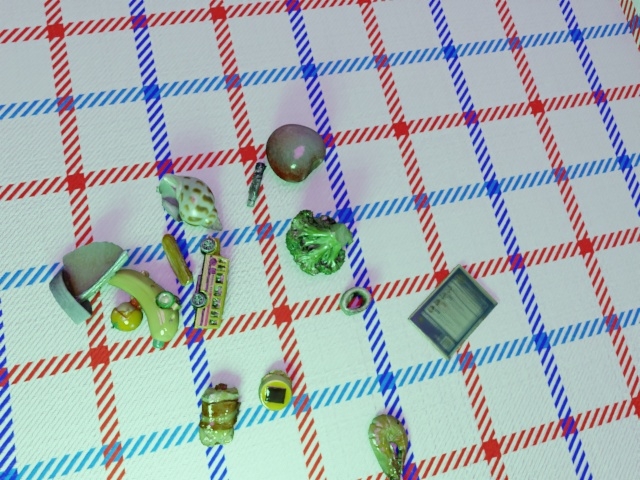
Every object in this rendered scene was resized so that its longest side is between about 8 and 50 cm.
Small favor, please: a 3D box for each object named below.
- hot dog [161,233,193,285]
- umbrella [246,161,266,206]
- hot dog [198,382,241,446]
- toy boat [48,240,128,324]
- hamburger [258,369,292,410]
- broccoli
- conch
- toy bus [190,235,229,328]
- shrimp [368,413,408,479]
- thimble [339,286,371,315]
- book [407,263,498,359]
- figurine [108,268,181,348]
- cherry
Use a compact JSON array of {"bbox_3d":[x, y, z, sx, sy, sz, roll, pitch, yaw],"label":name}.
[{"bbox_3d":[-0.538,0.074,1.770,0.066,0.047,0.216,-34,77,15],"label":"hot dog"},{"bbox_3d":[-0.260,-0.225,1.876,0.046,0.050,0.188,10,75,17],"label":"umbrella"},{"bbox_3d":[-0.357,0.608,1.648,0.146,0.103,0.213,13,84,-26],"label":"hot dog"},{"bbox_3d":[-0.827,0.124,1.666,0.276,0.111,0.293,24,75,30],"label":"toy boat"},{"bbox_3d":[-0.162,0.539,1.696,0.126,0.081,0.141,-8,90,-7],"label":"hamburger"},{"bbox_3d":[0.000,0.000,1.776,0.261,0.241,0.269,-49,117,-34],"label":"broccoli"},{"bbox_3d":[-0.479,-0.140,1.776,0.148,0.183,0.275,-28,88,-44],"label":"conch"},{"bbox_3d":[-0.404,0.157,1.733,0.123,0.121,0.336,10,76,-14],"label":"toy bus"},{"bbox_3d":[0.260,0.767,1.712,0.145,0.061,0.267,-12,76,-20],"label":"shrimp"},{"bbox_3d":[0.133,0.231,1.801,0.102,0.090,0.115,43,74,3],"label":"thimble"},{"bbox_3d":[0.530,0.282,1.879,0.322,0.018,0.228,-42,87,-14],"label":"book"},{"bbox_3d":[-0.645,0.238,1.685,0.324,0.124,0.222,38,78,5],"label":"figurine"},{"bbox_3d":[-0.108,-0.354,1.846,0.239,0.206,0.239,0,89,-4],"label":"cherry"}]
